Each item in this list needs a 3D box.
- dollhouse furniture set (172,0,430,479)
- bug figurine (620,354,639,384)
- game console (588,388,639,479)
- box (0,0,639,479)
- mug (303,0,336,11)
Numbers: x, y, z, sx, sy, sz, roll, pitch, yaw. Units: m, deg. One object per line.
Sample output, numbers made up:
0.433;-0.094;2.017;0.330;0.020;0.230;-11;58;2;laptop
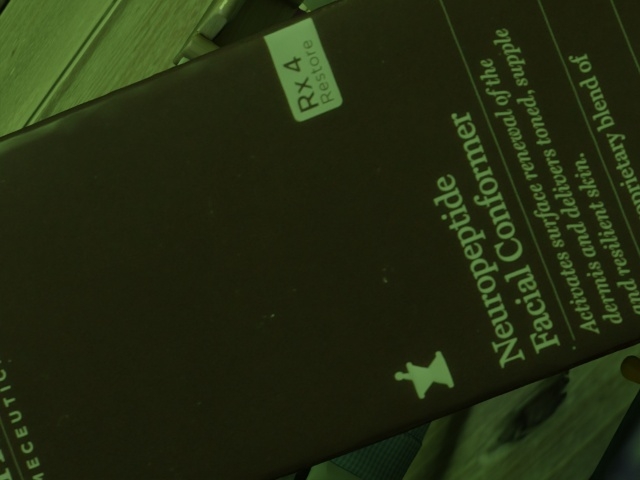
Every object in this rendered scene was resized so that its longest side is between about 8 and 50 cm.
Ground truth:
0.015;0.012;1.010;0.286;0.303;0.198;-59;10;-14;dollhouse furniture set
0.166;0.186;0.697;0.216;0.072;0.279;50;132;49;bug figurine
0.270;0.035;0.491;0.342;0.060;0.386;42;111;48;game console
0.000;0.000;0.777;0.381;0.191;0.143;-22;-4;8;box
0.105;-0.262;1.005;0.328;0.374;0.276;-3;99;56;mug
